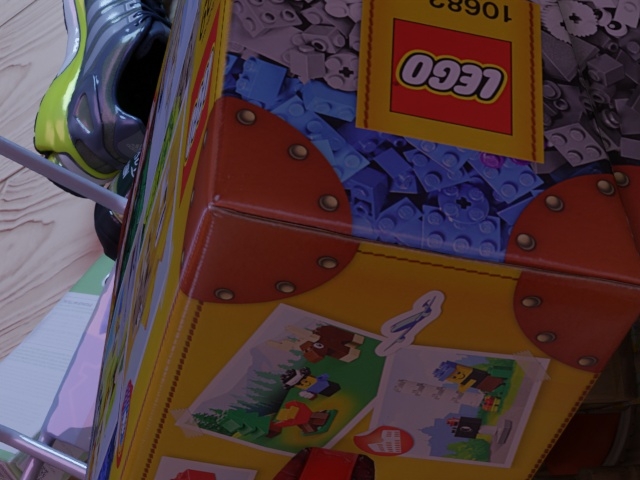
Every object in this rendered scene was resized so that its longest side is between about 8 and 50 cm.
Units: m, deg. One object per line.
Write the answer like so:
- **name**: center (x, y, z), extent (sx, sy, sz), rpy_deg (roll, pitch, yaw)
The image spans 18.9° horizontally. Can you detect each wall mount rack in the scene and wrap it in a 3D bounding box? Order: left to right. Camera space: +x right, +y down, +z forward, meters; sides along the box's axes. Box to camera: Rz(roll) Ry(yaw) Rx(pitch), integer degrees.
- **wall mount rack**: center (-0.186, 0.057, 1.418), extent (0.304, 0.130, 0.350), rpy_deg (21, 82, 21)

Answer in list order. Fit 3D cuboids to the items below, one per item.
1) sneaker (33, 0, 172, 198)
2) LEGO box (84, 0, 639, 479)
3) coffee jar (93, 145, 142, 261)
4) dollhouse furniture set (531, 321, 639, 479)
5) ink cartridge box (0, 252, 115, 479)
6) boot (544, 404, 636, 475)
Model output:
- **sneaker**: center (-0.167, -0.184, 1.745), extent (0.121, 0.111, 0.300), rpy_deg (-16, 57, 38)
- **LEGO box**: center (0.000, 0.000, 1.042), extent (0.500, 0.193, 0.372), rpy_deg (111, 166, -52)
- **coffee jar**: center (-0.107, -0.059, 1.548), extent (0.184, 0.079, 0.096), rpy_deg (-50, 20, 16)
- **dollhouse furniture set**: center (0.226, 0.040, 0.971), extent (0.212, 0.161, 0.242), rpy_deg (-19, 73, 49)
- **ink cartridge box**: center (-0.201, 0.106, 1.590), extent (0.235, 0.056, 0.171), rpy_deg (-46, 25, -23)
- **boot**: center (0.133, 0.069, 1.093), extent (0.059, 0.085, 0.158), rpy_deg (-30, 44, 39)
